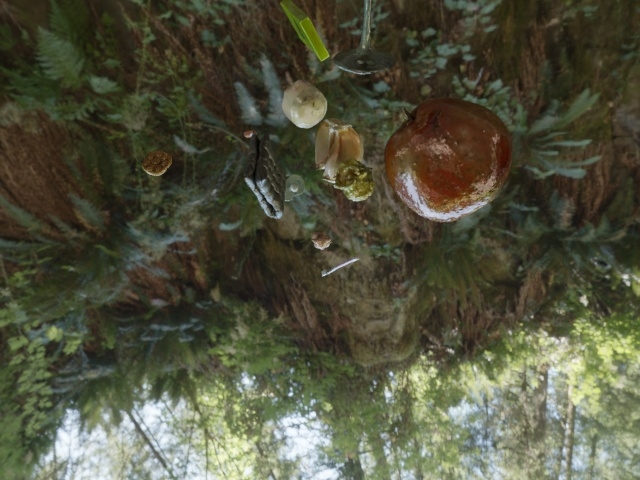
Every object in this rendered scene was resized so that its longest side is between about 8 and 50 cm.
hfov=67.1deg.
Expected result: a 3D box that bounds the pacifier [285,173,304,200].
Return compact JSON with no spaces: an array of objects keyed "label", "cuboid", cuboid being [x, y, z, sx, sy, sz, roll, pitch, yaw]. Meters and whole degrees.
[{"label":"pacifier","cuboid":[-0.142,-0.267,2.365,0.150,0.127,0.116,-26,-170,-17]}]

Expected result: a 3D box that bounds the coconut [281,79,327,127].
[{"label":"coconut","cuboid":[-0.069,-0.527,1.839,0.170,0.171,0.183,-24,-134,-14]}]

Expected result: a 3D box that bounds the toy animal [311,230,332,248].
[{"label":"toy animal","cuboid":[-0.002,-0.006,2.382,0.083,0.089,0.150,-37,-156,-2]}]

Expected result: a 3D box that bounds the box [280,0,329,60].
[{"label":"box","cuboid":[-0.070,-0.896,2.038,0.047,0.187,0.335,-34,-139,6]}]

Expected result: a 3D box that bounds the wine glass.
[{"label":"wine glass","cuboid":[0.139,-0.714,1.385,0.266,0.407,0.267,-1,-140,1]}]

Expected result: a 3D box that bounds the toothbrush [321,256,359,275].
[{"label":"toothbrush","cuboid":[0.080,0.110,2.087,0.020,0.025,0.286,-11,169,-35]}]

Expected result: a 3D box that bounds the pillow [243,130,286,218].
[{"label":"pillow","cuboid":[-0.218,-0.255,1.971,0.101,0.326,0.228,-1,-117,11]}]

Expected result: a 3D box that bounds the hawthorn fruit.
[{"label":"hawthorn fruit","cuboid":[0.390,-0.282,1.541,0.402,0.403,0.403,-11,-149,7]}]

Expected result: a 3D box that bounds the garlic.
[{"label":"garlic","cuboid":[0.081,-0.474,2.499,0.285,0.314,0.249,17,-152,19]}]

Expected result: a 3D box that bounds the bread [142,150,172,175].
[{"label":"bread","cuboid":[-0.596,-0.284,1.761,0.109,0.024,0.110,0,-120,0]}]

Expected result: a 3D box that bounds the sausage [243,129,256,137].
[{"label":"sausage","cuboid":[-0.357,-0.541,2.448,0.083,0.034,0.034,6,-144,45]}]

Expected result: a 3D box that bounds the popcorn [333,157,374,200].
[{"label":"popcorn","cuboid":[0.165,-0.295,2.331,0.169,0.189,0.218,-33,-123,25]}]
